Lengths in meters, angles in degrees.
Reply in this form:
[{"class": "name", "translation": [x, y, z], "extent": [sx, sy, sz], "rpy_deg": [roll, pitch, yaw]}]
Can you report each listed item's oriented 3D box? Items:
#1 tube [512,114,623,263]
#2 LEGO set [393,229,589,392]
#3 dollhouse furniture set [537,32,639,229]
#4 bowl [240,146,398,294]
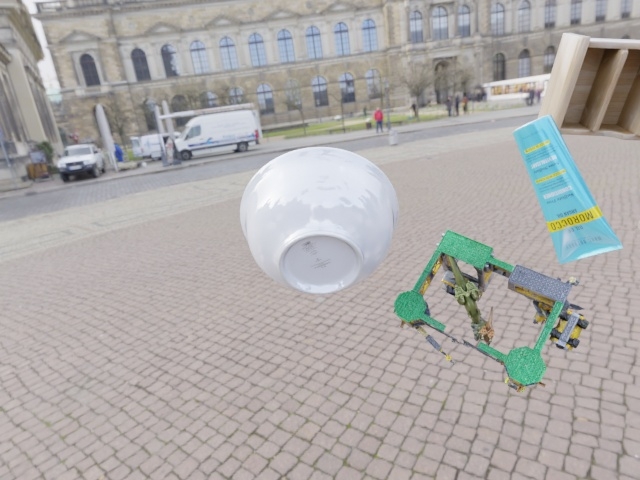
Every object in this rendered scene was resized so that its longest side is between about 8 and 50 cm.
[{"class": "tube", "translation": [0.339, -0.072, 0.585], "extent": [0.052, 0.207, 0.080], "rpy_deg": [-22, -2, -41]}, {"class": "LEGO set", "translation": [0.327, 0.141, 0.829], "extent": [0.331, 0.254, 0.192], "rpy_deg": [17, -14, 29]}, {"class": "dollhouse furniture set", "translation": [0.525, -0.176, 0.576], "extent": [0.257, 0.362, 0.394], "rpy_deg": [3, 32, 2]}, {"class": "bowl", "translation": [0.000, 0.000, 0.725], "extent": [0.298, 0.297, 0.134], "rpy_deg": [-7, 40, 3]}]
